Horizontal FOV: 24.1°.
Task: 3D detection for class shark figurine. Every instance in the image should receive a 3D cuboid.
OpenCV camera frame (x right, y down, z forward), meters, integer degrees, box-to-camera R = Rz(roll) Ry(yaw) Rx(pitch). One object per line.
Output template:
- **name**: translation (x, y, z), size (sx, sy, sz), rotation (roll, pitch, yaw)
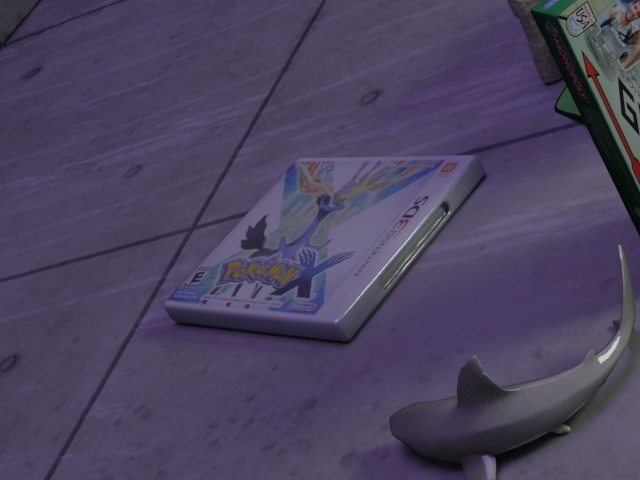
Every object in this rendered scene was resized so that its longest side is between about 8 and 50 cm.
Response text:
- **shark figurine**: translation (0.183, 0.127, 1.369), size (0.278, 0.116, 0.166), rotation (-30, 28, 8)

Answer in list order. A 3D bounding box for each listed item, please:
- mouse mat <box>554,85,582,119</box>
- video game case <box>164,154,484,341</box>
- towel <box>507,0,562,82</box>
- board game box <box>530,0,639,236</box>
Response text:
- **mouse mat**: translation (0.355, -0.204, 1.766), size (0.152, 0.007, 0.190), rotation (-58, 22, 2)
- **video game case**: translation (0.000, 0.000, 1.849), size (0.329, 0.036, 0.300), rotation (2, 43, 48)
- **towel**: translation (0.350, -0.353, 1.902), size (0.282, 0.187, 0.049), rotation (-39, 32, -15)
- **board game box**: translation (0.348, -0.147, 1.418), size (0.213, 0.317, 0.046), rotation (-39, 30, -11)
